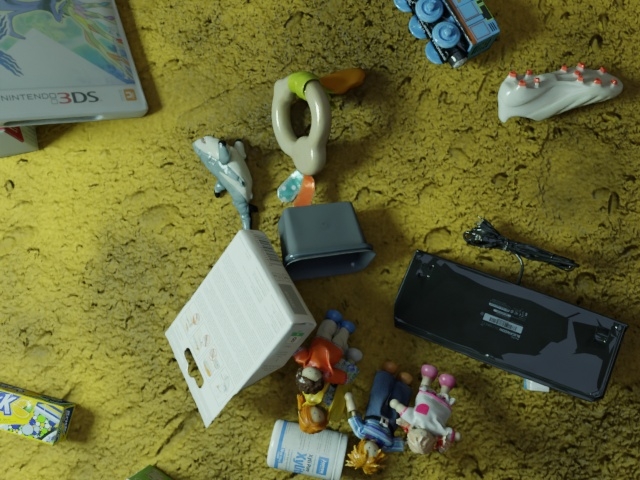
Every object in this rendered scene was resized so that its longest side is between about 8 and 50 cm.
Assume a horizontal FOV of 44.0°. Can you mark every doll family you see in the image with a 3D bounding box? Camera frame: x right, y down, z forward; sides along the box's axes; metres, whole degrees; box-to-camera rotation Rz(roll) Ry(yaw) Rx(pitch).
[{"bbox_3d":[0.060,0.231,1.101,0.263,0.118,0.163,28,43,2],"label":"doll family"}]

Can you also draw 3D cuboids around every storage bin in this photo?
[{"bbox_3d":[0.000,0.000,1.159,0.135,0.098,0.091,-6,67,-17],"label":"storage bin"}]

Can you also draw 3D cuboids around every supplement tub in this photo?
[{"bbox_3d":[-0.018,0.300,1.134,0.107,0.071,0.071,11,84,5],"label":"supplement tub"}]

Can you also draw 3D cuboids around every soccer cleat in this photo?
[{"bbox_3d":[0.356,-0.218,1.188,0.196,0.076,0.068,-6,42,-12],"label":"soccer cleat"}]

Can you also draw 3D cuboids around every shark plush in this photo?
[{"bbox_3d":[-0.136,-0.088,1.210,0.067,0.073,0.161,-22,104,19],"label":"shark plush"}]

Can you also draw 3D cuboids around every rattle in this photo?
[{"bbox_3d":[0.003,-0.154,1.204,0.130,0.142,0.200,-8,95,36],"label":"rattle"}]

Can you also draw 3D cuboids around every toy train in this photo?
[{"bbox_3d":[0.187,-0.351,1.201,0.105,0.080,0.184,-28,81,-10],"label":"toy train"}]

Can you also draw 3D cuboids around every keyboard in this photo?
[{"bbox_3d":[0.276,0.085,1.139,0.317,0.033,0.202,21,78,16],"label":"keyboard"}]

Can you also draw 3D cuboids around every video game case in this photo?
[{"bbox_3d":[-0.431,-0.325,1.151,0.300,0.036,0.329,-13,80,-41],"label":"video game case"}]

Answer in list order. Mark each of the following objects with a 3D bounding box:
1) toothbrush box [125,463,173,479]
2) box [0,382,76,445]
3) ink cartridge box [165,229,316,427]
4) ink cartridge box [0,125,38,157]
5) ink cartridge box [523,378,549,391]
[{"bbox_3d":[-0.197,0.483,1.096,0.283,0.122,0.206,34,87,5],"label":"toothbrush box"},{"bbox_3d":[-0.455,0.248,1.167,0.168,0.054,0.059,15,85,4],"label":"box"},{"bbox_3d":[-0.118,0.124,1.116,0.225,0.056,0.181,-53,50,27],"label":"ink cartridge box"},{"bbox_3d":[-0.492,-0.225,1.187,0.072,0.127,0.175,-11,83,1],"label":"ink cartridge box"},{"bbox_3d":[0.314,0.174,1.145,0.028,0.048,0.083,5,82,3],"label":"ink cartridge box"}]
